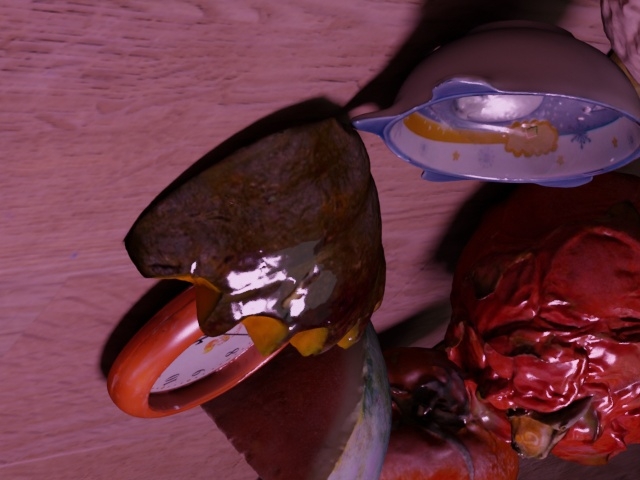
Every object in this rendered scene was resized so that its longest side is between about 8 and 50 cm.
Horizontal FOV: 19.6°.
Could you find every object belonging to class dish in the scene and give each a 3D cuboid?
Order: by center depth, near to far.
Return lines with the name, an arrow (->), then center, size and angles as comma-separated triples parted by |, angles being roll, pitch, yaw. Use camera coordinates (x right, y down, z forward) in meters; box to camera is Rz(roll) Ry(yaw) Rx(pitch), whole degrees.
dish -> 0.138, -0.115, 1.424 | 0.228, 0.086, 0.236 | 1, 163, 4

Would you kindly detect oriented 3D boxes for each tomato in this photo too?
tomato -> 0.087, 0.187, 1.834 | 0.237, 0.237, 0.095 | -26, 140, -30

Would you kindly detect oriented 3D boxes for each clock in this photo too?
clock -> -0.086, 0.074, 1.526 | 0.205, 0.051, 0.205 | -32, 160, -13

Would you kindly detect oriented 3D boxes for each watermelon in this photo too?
watermelon -> -0.014, 0.168, 1.676 | 0.176, 0.260, 0.256 | -10, 131, -29

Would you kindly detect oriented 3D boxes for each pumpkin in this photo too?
pumpkin -> 0.000, 0.000, 1.390 | 0.254, 0.130, 0.149 | -8, 153, -49

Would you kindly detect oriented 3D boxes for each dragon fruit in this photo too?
dragon fruit -> 0.257, 0.064, 1.766 | 0.342, 0.277, 0.277 | -55, 177, -46

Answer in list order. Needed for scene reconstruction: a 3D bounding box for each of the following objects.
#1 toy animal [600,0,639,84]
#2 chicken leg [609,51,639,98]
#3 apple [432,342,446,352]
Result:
toy animal -> 0.302, -0.210, 1.371 | 0.226, 0.188, 0.358 | -47, 166, 5
chicken leg -> 0.319, -0.165, 1.646 | 0.103, 0.088, 0.227 | -3, 144, -32
apple -> 0.154, 0.168, 2.062 | 0.114, 0.099, 0.102 | -46, 161, 11
